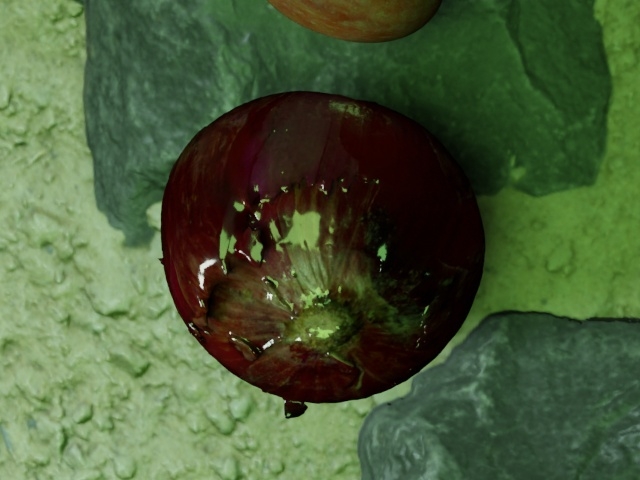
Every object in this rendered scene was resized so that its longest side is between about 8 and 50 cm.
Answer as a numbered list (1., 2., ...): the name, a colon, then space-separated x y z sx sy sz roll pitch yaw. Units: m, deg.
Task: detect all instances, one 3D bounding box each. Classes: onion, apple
1. onion: 0.000 0.000 1.602 0.276 0.276 0.276 4 103 18
2. apple: 0.034 -0.253 1.565 0.174 0.188 0.188 28 110 -1
